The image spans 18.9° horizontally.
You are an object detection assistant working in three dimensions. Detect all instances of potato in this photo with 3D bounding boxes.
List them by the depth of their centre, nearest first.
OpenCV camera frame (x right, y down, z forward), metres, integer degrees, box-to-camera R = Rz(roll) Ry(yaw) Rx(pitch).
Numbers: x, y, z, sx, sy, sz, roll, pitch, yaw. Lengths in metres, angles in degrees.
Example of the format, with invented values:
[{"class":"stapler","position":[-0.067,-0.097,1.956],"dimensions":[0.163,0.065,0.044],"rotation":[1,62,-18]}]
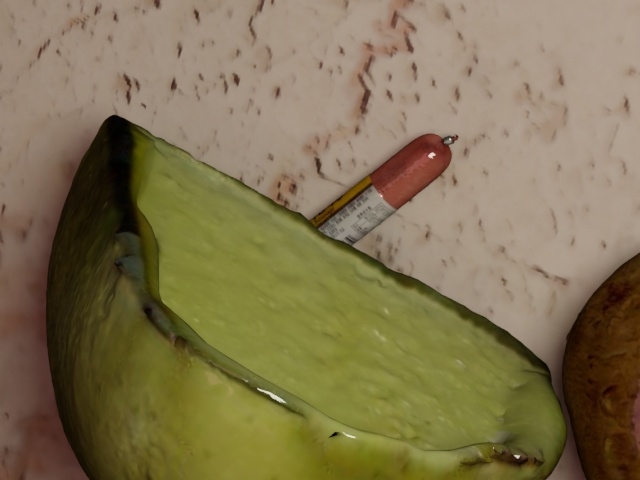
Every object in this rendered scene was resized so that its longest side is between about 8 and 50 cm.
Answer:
[{"class":"potato","position":[-0.046,0.118,1.102],"dimensions":[0.330,0.280,0.212],"rotation":[29,108,-3]}]

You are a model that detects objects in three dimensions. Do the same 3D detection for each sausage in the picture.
[{"class":"sausage","position":[0.000,0.000,1.219],"dimensions":[0.223,0.029,0.029],"rotation":[-37,88,17]}]

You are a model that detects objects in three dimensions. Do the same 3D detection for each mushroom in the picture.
[{"class":"mushroom","position":[0.245,0.109,1.113],"dimensions":[0.194,0.138,0.231],"rotation":[-28,91,17]}]
